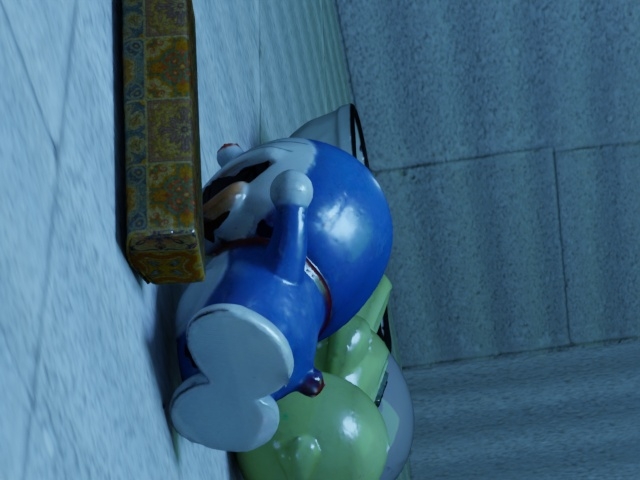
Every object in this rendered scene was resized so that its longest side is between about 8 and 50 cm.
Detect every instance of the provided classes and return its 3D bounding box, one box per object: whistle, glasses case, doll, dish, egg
[{"bbox_3d":[-0.005,0.129,1.566,0.294,0.141,0.141,-85,167,-51],"label":"whistle"},{"bbox_3d":[-0.110,-0.083,1.221,0.075,0.049,0.218,87,-1,-63],"label":"glasses case"},{"bbox_3d":[-0.046,0.032,1.308,0.215,0.161,0.257,-60,-177,36],"label":"doll"},{"bbox_3d":[0.000,0.000,1.905,0.303,0.120,0.303,-7,90,-85],"label":"dish"},{"bbox_3d":[0.016,0.164,1.719,0.146,0.146,0.199,77,3,-49],"label":"egg"}]
